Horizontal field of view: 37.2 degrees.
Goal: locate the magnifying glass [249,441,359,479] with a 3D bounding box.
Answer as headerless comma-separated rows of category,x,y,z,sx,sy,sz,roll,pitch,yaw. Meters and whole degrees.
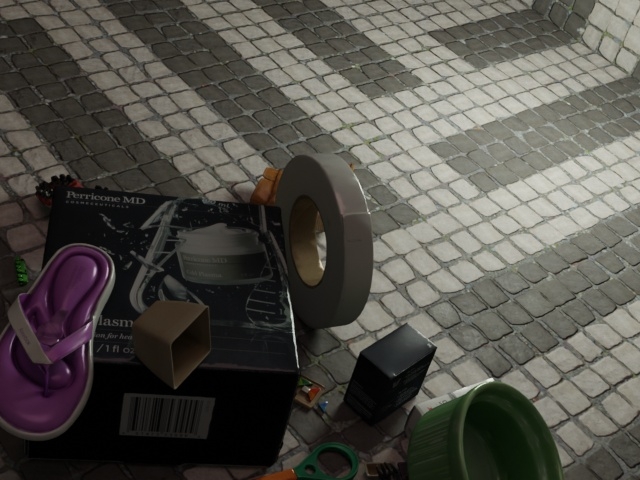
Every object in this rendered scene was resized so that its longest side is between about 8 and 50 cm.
magnifying glass,-0.029,0.449,1.849,0.230,0.026,0.092,-10,47,-27

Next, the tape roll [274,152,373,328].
tape roll,0.000,0.000,2.093,0.072,0.392,0.392,-5,44,-25

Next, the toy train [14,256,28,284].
toy train,-0.655,0.067,2.086,0.023,0.017,0.083,4,40,-29

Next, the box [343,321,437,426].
box,0.146,0.280,1.998,0.093,0.158,0.156,40,45,26

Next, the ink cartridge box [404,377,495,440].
ink cartridge box,0.307,0.394,1.974,0.217,0.092,0.159,-14,49,-29

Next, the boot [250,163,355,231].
boot,-0.041,-0.139,2.478,0.220,0.109,0.283,20,47,10

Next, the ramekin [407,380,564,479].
ramekin,0.297,0.423,1.743,0.303,0.148,0.304,24,53,-36

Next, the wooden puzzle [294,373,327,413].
wooden puzzle,-0.034,0.316,2.008,0.116,0.014,0.079,22,40,7

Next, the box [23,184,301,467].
box,-0.312,0.164,1.879,0.479,0.298,0.472,5,39,-13

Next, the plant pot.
plant pot,-0.256,0.163,1.601,0.096,0.109,0.109,20,42,21

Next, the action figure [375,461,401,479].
action figure,0.117,0.541,1.693,0.141,0.164,0.276,41,20,-35

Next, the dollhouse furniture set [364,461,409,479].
dollhouse furniture set,0.152,0.451,1.862,0.114,0.081,0.091,2,42,-16

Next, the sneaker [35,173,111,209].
sneaker,-0.562,-0.071,2.217,0.276,0.135,0.097,17,47,38

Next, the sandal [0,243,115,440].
sandal,-0.443,0.137,1.563,0.169,0.102,0.416,8,42,-7
